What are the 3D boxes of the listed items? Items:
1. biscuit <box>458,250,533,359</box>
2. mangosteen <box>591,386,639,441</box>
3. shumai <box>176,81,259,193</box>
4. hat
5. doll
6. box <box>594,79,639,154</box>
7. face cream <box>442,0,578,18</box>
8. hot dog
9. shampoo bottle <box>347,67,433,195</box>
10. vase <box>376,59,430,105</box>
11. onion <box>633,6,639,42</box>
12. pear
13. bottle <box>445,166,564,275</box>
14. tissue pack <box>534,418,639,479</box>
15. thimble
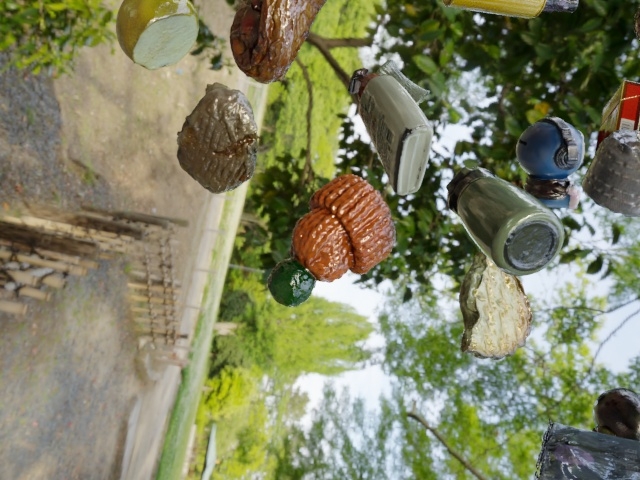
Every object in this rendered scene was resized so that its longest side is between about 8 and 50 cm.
[{"bbox_3d":[0.523,0.221,1.787,0.335,0.329,0.078,-36,-175,-30],"label":"biscuit"},{"bbox_3d":[0.684,0.414,1.301,0.152,0.152,0.153,-168,-90,-83],"label":"mangosteen"},{"bbox_3d":[-0.258,-0.312,1.612,0.283,0.216,0.346,-75,-179,-48],"label":"shumai"},{"bbox_3d":[0.000,0.000,1.648,0.285,0.400,0.285,58,-11,18],"label":"hat"},{"bbox_3d":[0.822,-0.284,2.048,0.284,0.240,0.310,-113,-160,-66],"label":"doll"},{"bbox_3d":[0.851,-0.313,1.639,0.153,0.074,0.240,68,39,-68],"label":"box"},{"bbox_3d":[0.381,-0.486,1.134,0.078,0.273,0.078,-177,-90,-78],"label":"face cream"},{"bbox_3d":[-0.049,-0.320,0.781,0.160,0.099,0.227,-19,-133,57],"label":"hot dog"},{"bbox_3d":[0.117,-0.234,1.063,0.153,0.071,0.284,92,-18,-49],"label":"shampoo bottle"},{"bbox_3d":[0.226,-0.437,1.600,0.081,0.149,0.081,-43,175,-5],"label":"vase"},{"bbox_3d":[0.933,-0.544,1.462,0.219,0.251,0.252,85,8,-51],"label":"onion"},{"bbox_3d":[-0.272,-0.353,0.926,0.141,0.104,0.141,-39,169,-9],"label":"pear"},{"bbox_3d":[0.409,-0.064,1.338,0.347,0.168,0.169,-111,-148,-62],"label":"bottle"},{"bbox_3d":[0.558,0.433,0.965,0.259,0.361,0.122,-12,105,-61],"label":"tissue pack"},{"bbox_3d":[0.782,-0.167,1.405,0.205,0.236,0.172,-103,-159,-51],"label":"thimble"}]
